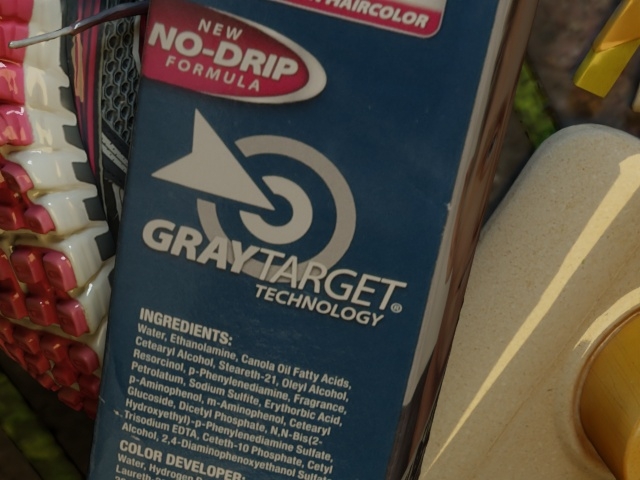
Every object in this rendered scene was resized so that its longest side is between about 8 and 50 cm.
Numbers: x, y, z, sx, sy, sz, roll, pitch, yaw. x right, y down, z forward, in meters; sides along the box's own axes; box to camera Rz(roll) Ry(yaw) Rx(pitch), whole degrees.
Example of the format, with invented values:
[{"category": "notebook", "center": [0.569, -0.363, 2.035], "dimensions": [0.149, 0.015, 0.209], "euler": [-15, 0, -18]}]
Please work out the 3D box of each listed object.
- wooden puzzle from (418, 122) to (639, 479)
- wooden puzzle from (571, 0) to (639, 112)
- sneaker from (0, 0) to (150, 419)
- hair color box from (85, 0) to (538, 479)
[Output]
[{"category": "wooden puzzle", "center": [0.169, 0.149, 0.875], "dimensions": [0.347, 0.080, 0.322], "euler": [25, 109, -26]}, {"category": "wooden puzzle", "center": [0.166, -0.082, 0.785], "dimensions": [0.116, 0.014, 0.079], "euler": [11, 119, -21]}, {"category": "sneaker", "center": [-0.088, -0.062, 0.669], "dimensions": [0.112, 0.121, 0.299], "euler": [-31, 135, -32]}, {"category": "hair color box", "center": [0.000, 0.000, 0.664], "dimensions": [0.105, 0.174, 0.347], "euler": [15, 120, 7]}]
